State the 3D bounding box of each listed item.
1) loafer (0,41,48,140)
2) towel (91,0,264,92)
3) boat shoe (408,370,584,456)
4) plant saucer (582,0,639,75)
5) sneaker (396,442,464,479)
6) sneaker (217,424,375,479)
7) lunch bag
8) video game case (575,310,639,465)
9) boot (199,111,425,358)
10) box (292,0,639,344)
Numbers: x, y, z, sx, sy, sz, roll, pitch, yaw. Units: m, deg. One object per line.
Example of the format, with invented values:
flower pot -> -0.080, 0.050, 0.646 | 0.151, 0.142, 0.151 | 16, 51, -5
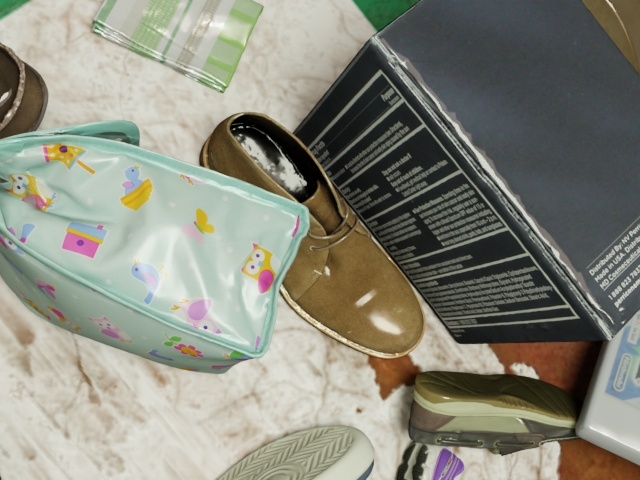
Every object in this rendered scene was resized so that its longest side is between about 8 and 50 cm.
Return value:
loafer -> -0.427, -0.167, 0.713 | 0.365, 0.130, 0.134 | 16, 78, -12
towel -> -0.146, -0.234, 0.853 | 0.152, 0.023, 0.113 | 24, 78, -10
boat shoe -> 0.187, 0.186, 0.858 | 0.223, 0.080, 0.073 | 12, 109, -25
plant saucer -> 0.275, -0.218, 0.936 | 0.277, 0.041, 0.278 | 5, 74, -20
sneaker -> 0.104, 0.289, 0.823 | 0.071, 0.068, 0.170 | 26, 76, -16
sneaker -> -0.072, 0.319, 0.751 | 0.350, 0.131, 0.148 | -36, 105, -16
lunch bag -> -0.168, 0.008, 0.709 | 0.262, 0.223, 0.160 | 21, 72, -9
video game case -> 0.459, 0.124, 0.874 | 0.300, 0.036, 0.329 | 25, 62, 7
boot -> 0.000, 0.000, 0.812 | 0.112, 0.115, 0.305 | -44, 96, -18
box -> 0.155, -0.071, 0.766 | 0.182, 0.296, 0.294 | -41, 94, -16
